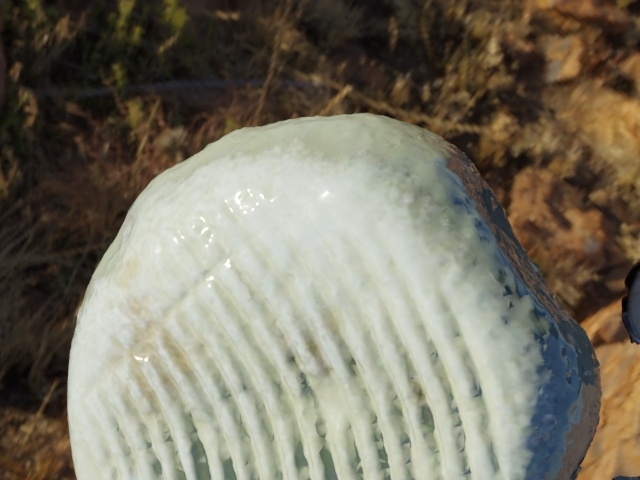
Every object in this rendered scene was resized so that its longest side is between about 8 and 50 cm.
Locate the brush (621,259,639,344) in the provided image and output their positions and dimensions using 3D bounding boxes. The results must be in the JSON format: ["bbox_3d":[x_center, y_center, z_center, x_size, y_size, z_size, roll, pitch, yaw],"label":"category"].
[{"bbox_3d":[0.354,0.053,0.879,0.312,0.072,0.067,9,19,23],"label":"brush"}]

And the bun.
[{"bbox_3d":[0.003,0.094,0.877,0.354,0.354,0.194,45,22,8],"label":"bun"}]

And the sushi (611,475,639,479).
[{"bbox_3d":[0.286,0.234,1.140,0.083,0.085,0.056,-15,33,-29],"label":"sushi"}]
